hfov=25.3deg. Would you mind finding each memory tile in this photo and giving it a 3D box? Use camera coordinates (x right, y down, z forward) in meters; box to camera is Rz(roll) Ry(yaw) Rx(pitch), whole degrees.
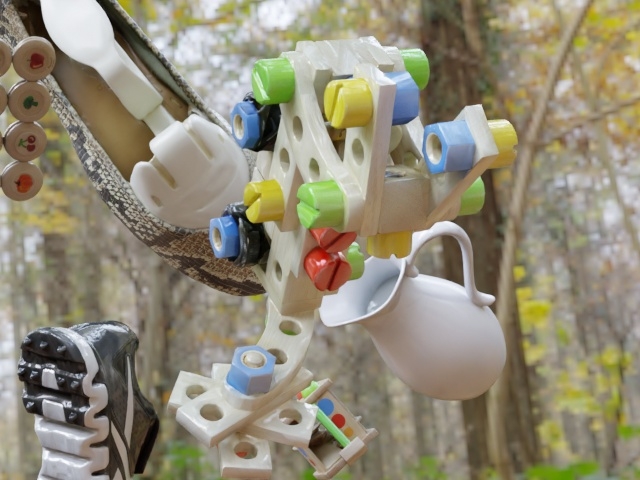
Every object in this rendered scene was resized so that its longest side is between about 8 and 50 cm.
[{"bbox_3d":[-0.280,-0.099,1.189,0.113,0.148,0.012,-2,25,-28],"label":"memory tile"}]

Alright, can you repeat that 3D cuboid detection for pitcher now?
[{"bbox_3d":[0.128,0.077,1.556,0.178,0.125,0.207,-39,-54,20],"label":"pitcher"}]

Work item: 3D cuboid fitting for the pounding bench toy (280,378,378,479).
[{"bbox_3d":[0.003,0.141,1.092,0.052,0.065,0.083,-41,1,-15],"label":"pounding bench toy"}]

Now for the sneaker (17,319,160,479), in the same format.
[{"bbox_3d":[-0.160,0.162,1.036,0.078,0.234,0.106,11,19,30],"label":"sneaker"}]

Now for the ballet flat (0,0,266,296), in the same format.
[{"bbox_3d":[-0.203,-0.140,1.537,0.164,0.483,0.182,-38,-5,-12],"label":"ballet flat"}]

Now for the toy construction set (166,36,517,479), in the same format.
[{"bbox_3d":[0.000,0.000,0.966,0.151,0.215,0.327,5,-54,-35],"label":"toy construction set"}]
